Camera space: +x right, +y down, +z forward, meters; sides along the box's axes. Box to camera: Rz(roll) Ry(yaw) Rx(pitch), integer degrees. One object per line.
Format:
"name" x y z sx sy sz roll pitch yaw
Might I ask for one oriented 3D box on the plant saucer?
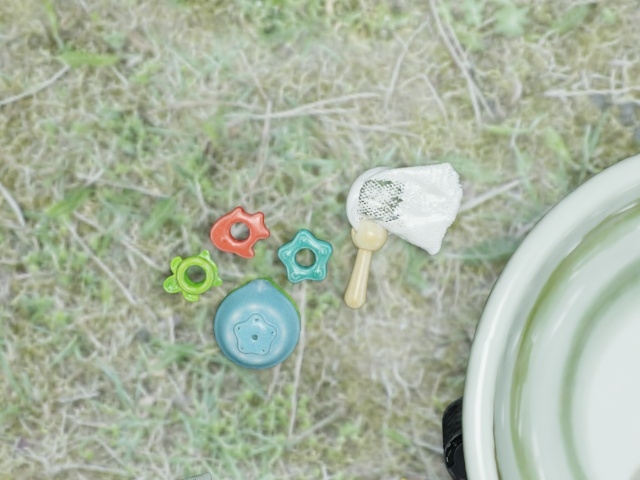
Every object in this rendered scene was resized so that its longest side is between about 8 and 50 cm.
"plant saucer" 0.285 0.128 1.314 0.401 0.100 0.400 1 86 -11

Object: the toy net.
"toy net" 0.000 0.000 1.417 0.232 0.045 0.122 -36 98 8

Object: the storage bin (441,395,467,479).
"storage bin" 0.194 0.153 1.423 0.180 0.084 0.122 -30 100 10

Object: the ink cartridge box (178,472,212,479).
"ink cartridge box" -0.108 0.290 1.403 0.093 0.212 0.154 -17 102 6

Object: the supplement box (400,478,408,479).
"supplement box" 0.097 0.310 1.398 0.191 0.129 0.194 24 140 -3
